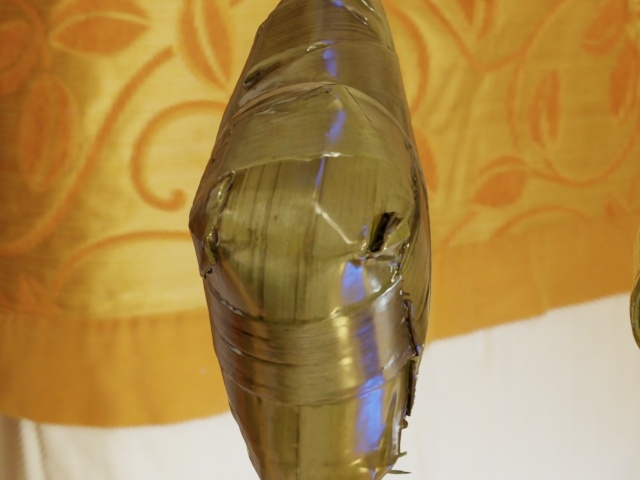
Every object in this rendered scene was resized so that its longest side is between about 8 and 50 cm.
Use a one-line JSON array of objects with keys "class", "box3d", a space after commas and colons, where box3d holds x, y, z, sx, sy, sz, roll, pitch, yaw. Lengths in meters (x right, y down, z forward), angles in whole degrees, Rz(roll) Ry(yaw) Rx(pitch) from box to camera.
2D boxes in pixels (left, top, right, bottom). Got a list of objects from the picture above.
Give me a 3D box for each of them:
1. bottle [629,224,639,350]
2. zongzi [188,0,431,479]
[{"class": "bottle", "box3d": [0.445, 0.021, 1.735, 0.351, 0.171, 0.172, -57, 143, -66]}, {"class": "zongzi", "box3d": [0.022, 0.002, 1.533, 0.500, 0.218, 0.467, 86, 15, -45]}]
